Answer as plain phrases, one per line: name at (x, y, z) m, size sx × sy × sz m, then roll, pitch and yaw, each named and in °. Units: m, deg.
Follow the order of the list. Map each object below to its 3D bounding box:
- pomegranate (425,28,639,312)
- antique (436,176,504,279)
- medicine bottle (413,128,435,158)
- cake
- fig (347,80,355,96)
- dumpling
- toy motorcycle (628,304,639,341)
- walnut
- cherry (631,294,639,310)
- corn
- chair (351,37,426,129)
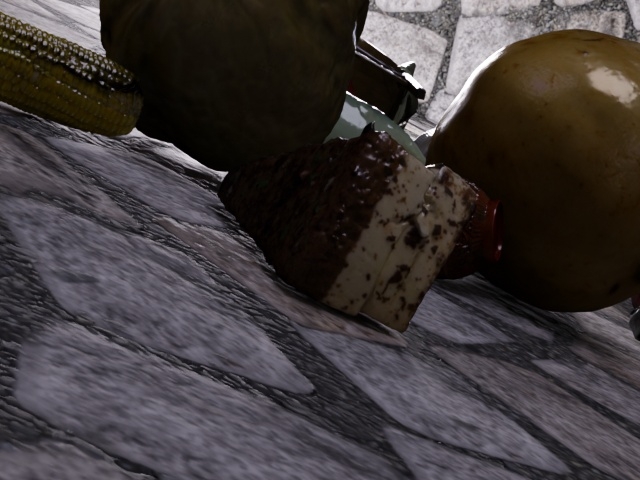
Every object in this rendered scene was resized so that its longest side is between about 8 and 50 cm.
pomegranate at (0.248, -0.070, 1.593) m, size 0.307 × 0.307 × 0.307 m, roll 25°, pitch 9°, yaw -4°
antique at (0.120, -0.012, 1.484) m, size 0.104 × 0.104 × 0.104 m, roll 25°, pitch 9°, yaw -4°
medicine bottle at (0.168, -0.075, 1.942) m, size 0.105 × 0.105 × 0.168 m, roll 24°, pitch 9°, yaw -15°
cake at (-0.008, 0.005, 1.226) m, size 0.112 × 0.135 × 0.246 m, roll 34°, pitch -25°, yaw -27°
fig at (-0.027, -0.141, 1.877) m, size 0.119 × 0.153 × 0.119 m, roll 43°, pitch 31°, yaw -34°
dumpling at (0.020, -0.112, 1.744) m, size 0.217 × 0.104 × 0.149 m, roll 25°, pitch 9°, yaw -2°
toy motorcycle at (0.466, 0.082, 1.638) m, size 0.127 × 0.275 × 0.205 m, roll 5°, pitch 56°, yaw -42°
walnut at (-0.077, -0.191, 1.454) m, size 0.283 × 0.283 × 0.227 m, roll 13°, pitch 41°, yaw -55°
cherry at (0.477, 0.010, 1.861) m, size 0.230 × 0.300 × 0.203 m, roll 34°, pitch 39°, yaw -12°
corn at (-0.238, -0.141, 1.318) m, size 0.203 × 0.072 × 0.072 m, roll 21°, pitch 10°, yaw -33°
chair at (0.036, -0.193, 2.084) m, size 0.186 × 0.160 × 0.319 m, roll 26°, pitch 11°, yaw -8°
